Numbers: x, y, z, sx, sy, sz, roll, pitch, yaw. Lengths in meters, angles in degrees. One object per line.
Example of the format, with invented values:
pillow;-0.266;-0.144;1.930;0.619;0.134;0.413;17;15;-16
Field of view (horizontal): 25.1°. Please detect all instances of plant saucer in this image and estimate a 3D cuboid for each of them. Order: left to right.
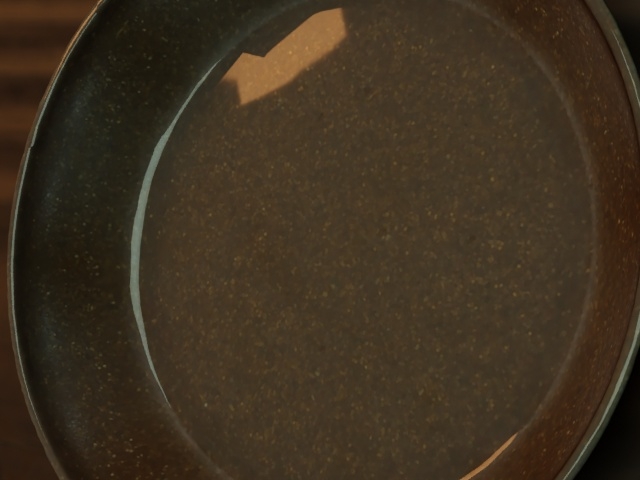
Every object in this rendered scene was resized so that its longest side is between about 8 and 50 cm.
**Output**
plant saucer;0.000;0.000;0.383;0.199;0.036;0.198;-6;78;33
